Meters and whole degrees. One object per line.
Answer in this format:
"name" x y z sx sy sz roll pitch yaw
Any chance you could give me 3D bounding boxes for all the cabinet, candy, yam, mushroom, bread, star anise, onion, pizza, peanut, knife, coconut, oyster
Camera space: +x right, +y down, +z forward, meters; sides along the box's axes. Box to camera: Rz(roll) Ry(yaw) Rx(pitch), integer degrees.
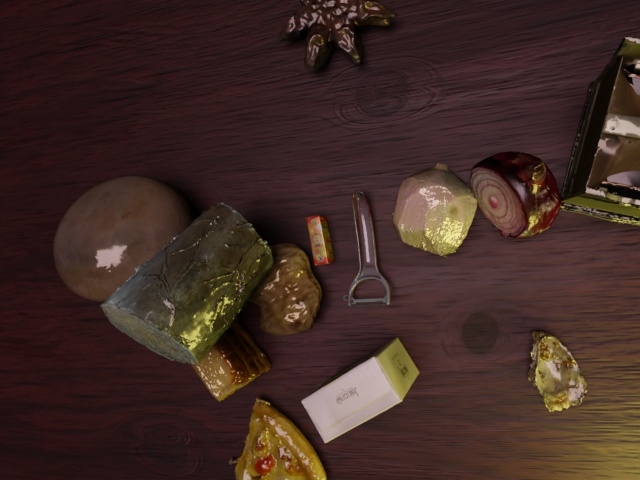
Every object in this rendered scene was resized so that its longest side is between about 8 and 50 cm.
"cabinet" 0.613 -0.181 0.964 0.227 0.318 0.290 15 95 17
"candy" 0.000 0.000 1.296 0.038 0.062 0.122 -12 88 17
"yam" -0.282 0.099 1.168 0.241 0.241 0.348 34 67 14
"mushroom" -0.497 0.009 1.357 0.362 0.295 0.362 -10 51 13
"bread" -0.262 0.251 1.323 0.114 0.185 0.275 -40 78 18
"star anise" 0.021 -0.565 1.257 0.315 0.108 0.315 2 98 13
"onion" 0.424 -0.115 1.082 0.139 0.218 0.195 -20 70 -11
"pizza" -0.139 0.597 1.344 0.280 0.075 0.288 39 101 14
"peanut" -0.095 0.127 1.304 0.196 0.110 0.233 -30 82 11
"knife" 0.102 0.020 1.269 0.123 0.053 0.278 -6 88 22
"coconut" 0.253 -0.076 1.156 0.194 0.194 0.194 0 91 18
"oyster" 0.508 0.284 1.143 0.105 0.056 0.177 -31 83 9

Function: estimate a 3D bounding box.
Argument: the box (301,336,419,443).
"box" 0.099 0.326 1.168 0.194 0.260 0.111 -34 77 14
